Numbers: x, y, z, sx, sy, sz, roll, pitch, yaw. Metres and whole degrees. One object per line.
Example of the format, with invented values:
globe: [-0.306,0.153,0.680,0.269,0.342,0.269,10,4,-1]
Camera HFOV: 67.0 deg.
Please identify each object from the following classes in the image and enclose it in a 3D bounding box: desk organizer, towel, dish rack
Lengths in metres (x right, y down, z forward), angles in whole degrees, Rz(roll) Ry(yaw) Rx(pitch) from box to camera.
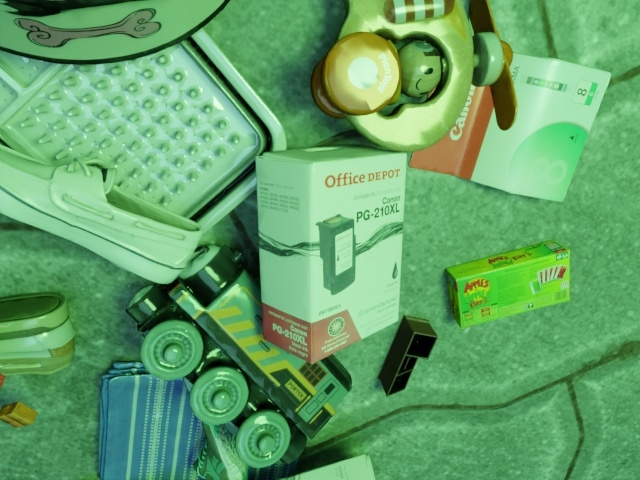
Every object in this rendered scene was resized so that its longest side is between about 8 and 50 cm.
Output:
desk organizer: [0.142,0.192,0.788,0.047,0.050,0.130,13,110,-13]
towel: [-0.188,0.318,0.799,0.335,0.040,0.243,8,112,-12]
dish rack: [-0.236,-0.149,0.579,0.285,0.072,0.333,-39,112,7]

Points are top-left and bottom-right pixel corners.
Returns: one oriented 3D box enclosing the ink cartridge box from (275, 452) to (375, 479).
ink cartridge box: [-0.036,0.464,0.795,0.282,0.117,0.207,-15,145,-2]

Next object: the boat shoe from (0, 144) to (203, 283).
boat shoe: [-0.257,-0.047,0.532,0.267,0.096,0.088,33,101,-21]

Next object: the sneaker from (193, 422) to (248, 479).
sneaker: [-0.169,0.345,0.768,0.076,0.065,0.167,-12,115,0]

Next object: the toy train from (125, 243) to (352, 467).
toy train: [-0.108,0.162,0.685,0.190,0.142,0.334,-44,105,-14]

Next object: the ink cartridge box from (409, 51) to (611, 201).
ink cartridge box: [0.255,-0.161,0.659,0.224,0.056,0.181,7,110,-13]

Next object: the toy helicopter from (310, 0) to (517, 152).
toy helicopter: [0.144,-0.274,0.556,0.234,0.140,0.355,17,99,-10]

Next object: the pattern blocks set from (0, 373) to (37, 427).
pattern blocks set: [-0.523,0.201,0.618,0.285,0.026,0.325,13,142,-10]

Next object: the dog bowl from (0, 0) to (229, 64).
dog bowl: [-0.229,-0.368,0.387,0.407,0.150,0.408,-2,97,-17]

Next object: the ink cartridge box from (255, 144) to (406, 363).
ink cartridge box: [0.017,0.005,0.613,0.172,0.100,0.237,-15,112,-43]

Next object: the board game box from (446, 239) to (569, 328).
board game box: [0.297,0.069,0.764,0.181,0.043,0.092,-14,113,-3]

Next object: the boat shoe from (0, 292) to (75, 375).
boat shoe: [-0.489,0.146,0.641,0.302,0.113,0.103,-4,112,-5]
